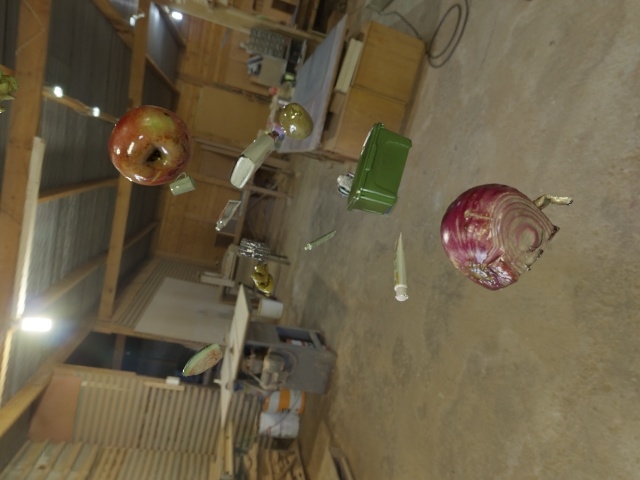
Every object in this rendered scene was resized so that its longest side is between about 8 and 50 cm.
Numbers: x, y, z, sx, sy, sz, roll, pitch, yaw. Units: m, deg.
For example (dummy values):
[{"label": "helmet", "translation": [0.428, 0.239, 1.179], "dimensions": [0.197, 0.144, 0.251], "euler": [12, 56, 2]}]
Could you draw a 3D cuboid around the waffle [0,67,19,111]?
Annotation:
[{"label": "waffle", "translation": [-0.763, -0.279, 0.778], "dimensions": [0.297, 0.317, 0.073], "euler": [-25, -80, -81]}]

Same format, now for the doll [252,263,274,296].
[{"label": "doll", "translation": [-0.291, 0.187, 2.068], "dimensions": [0.209, 0.097, 0.137], "euler": [64, -156, -56]}]

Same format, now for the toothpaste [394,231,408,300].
[{"label": "toothpaste", "translation": [0.322, 0.106, 1.727], "dimensions": [0.058, 0.056, 0.314], "euler": [-22, 42, 29]}]

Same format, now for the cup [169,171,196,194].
[{"label": "cup", "translation": [-0.522, -0.215, 1.590], "dimensions": [0.054, 0.083, 0.075], "euler": [-115, 5, -79]}]

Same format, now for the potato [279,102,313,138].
[{"label": "potato", "translation": [-0.133, -0.652, 2.297], "dimensions": [0.251, 0.174, 0.159], "euler": [57, -162, -71]}]

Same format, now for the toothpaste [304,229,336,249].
[{"label": "toothpaste", "translation": [0.000, 0.000, 1.946], "dimensions": [0.029, 0.197, 0.048], "euler": [44, 138, 21]}]

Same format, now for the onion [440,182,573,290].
[{"label": "onion", "translation": [0.408, -0.017, 1.023], "dimensions": [0.272, 0.230, 0.256], "euler": [-48, -7, -41]}]

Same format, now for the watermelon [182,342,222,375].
[{"label": "watermelon", "translation": [-0.504, 0.508, 1.786], "dimensions": [0.094, 0.180, 0.081], "euler": [66, 156, 1]}]

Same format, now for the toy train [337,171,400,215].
[{"label": "toy train", "translation": [0.225, -0.229, 2.057], "dimensions": [0.299, 0.202, 0.131], "euler": [38, 108, 25]}]

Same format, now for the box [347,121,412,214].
[{"label": "box", "translation": [0.234, -0.271, 1.679], "dimensions": [0.253, 0.178, 0.329], "euler": [113, 173, -81]}]

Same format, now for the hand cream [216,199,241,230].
[{"label": "hand cream", "translation": [-0.420, -0.118, 1.888], "dimensions": [0.038, 0.052, 0.216], "euler": [-51, 14, 39]}]

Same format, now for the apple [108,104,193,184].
[{"label": "apple", "translation": [-0.727, -0.408, 1.820], "dimensions": [0.277, 0.348, 0.348], "euler": [46, 129, 36]}]

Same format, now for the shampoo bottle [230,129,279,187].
[{"label": "shampoo bottle", "translation": [-0.221, -0.325, 1.548], "dimensions": [0.153, 0.071, 0.284], "euler": [-51, 5, 48]}]

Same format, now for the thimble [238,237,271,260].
[{"label": "thimble", "translation": [-0.223, 0.032, 1.441], "dimensions": [0.095, 0.104, 0.066], "euler": [9, 83, 53]}]
